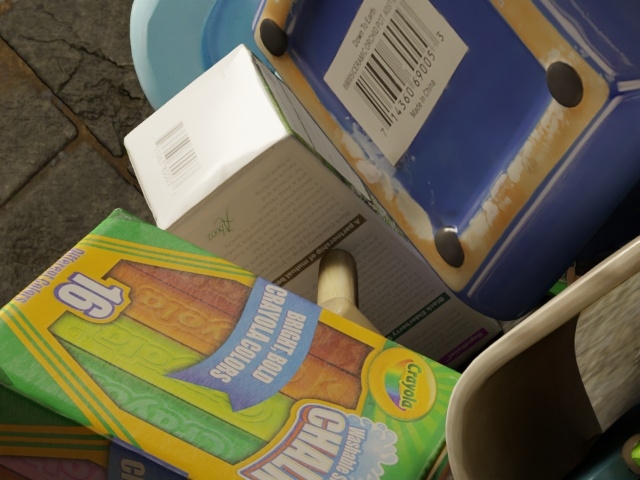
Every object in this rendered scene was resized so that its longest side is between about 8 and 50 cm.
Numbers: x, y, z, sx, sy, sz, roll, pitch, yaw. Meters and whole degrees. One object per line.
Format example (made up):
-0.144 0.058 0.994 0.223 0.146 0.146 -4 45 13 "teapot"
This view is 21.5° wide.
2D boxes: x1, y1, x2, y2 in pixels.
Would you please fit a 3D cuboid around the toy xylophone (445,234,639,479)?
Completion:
0.184 -0.005 0.589 0.322 0.081 0.236 -40 -6 40 "toy xylophone"

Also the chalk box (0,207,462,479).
-0.028 0.107 0.631 0.132 0.213 0.132 -50 -18 -58 "chalk box"

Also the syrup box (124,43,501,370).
0.000 0.000 1.003 0.096 0.237 0.093 -38 43 11 "syrup box"

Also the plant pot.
0.112 -0.117 0.760 0.212 0.236 0.236 -29 -17 -31 "plant pot"

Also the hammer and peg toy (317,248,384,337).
-0.061 0.158 0.869 0.361 0.127 0.266 -41 5 22 "hammer and peg toy"

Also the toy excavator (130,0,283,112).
-0.044 -0.219 1.124 0.433 0.445 0.222 -59 8 30 "toy excavator"

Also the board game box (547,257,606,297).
0.162 -0.072 1.102 0.214 0.046 0.317 -61 7 -1 "board game box"
